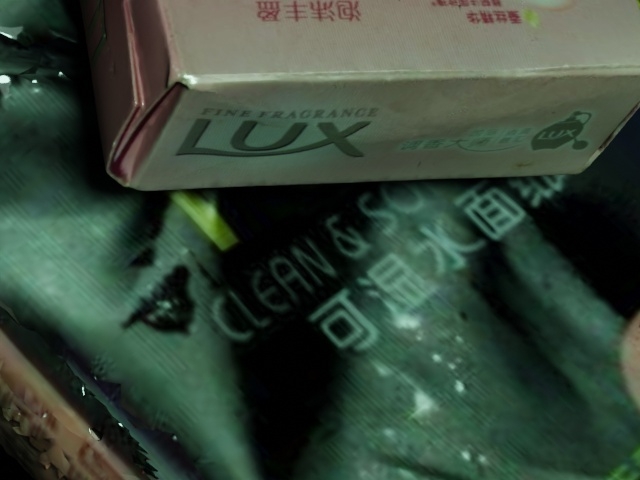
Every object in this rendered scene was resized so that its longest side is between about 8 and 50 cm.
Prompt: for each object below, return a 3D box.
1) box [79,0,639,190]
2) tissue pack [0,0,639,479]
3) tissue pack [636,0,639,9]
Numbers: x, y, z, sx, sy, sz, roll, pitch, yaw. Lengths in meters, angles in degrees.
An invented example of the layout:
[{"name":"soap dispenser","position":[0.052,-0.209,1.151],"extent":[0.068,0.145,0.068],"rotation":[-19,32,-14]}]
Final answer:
[{"name":"box","position":[0.010,-0.073,0.538],"extent":[0.156,0.060,0.111],"rotation":[-2,60,-23]},{"name":"tissue pack","position":[0.000,0.000,0.595],"extent":[0.332,0.123,0.245],"rotation":[46,49,12]},{"name":"tissue pack","position":[0.165,-0.127,0.802],"extent":[0.192,0.134,0.271],"rotation":[32,59,-24]}]
